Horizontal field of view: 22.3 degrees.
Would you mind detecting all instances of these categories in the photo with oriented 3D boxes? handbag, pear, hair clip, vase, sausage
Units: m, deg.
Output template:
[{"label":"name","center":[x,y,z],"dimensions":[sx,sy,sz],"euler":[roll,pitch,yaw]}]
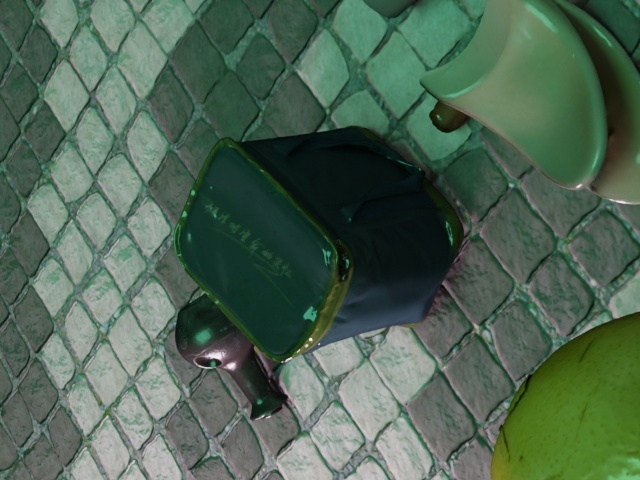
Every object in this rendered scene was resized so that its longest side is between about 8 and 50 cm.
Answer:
[{"label":"handbag","center":[0.000,0.000,1.889],"dimensions":[0.263,0.241,0.222],"euler":[48,127,28]},{"label":"pear","center":[0.334,0.227,1.545],"dimensions":[0.348,0.348,0.348],"euler":[12,107,43]},{"label":"hair clip","center":[0.254,-0.147,1.711],"dimensions":[0.282,0.113,0.172],"euler":[52,130,30]},{"label":"vase","center":[-0.110,0.152,2.139],"dimensions":[0.120,0.120,0.183],"euler":[-29,97,44]},{"label":"sausage","center":[0.182,-0.181,1.812],"dimensions":[0.177,0.040,0.047],"euler":[-46,66,39]}]

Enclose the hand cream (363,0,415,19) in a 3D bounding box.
[{"label":"hand cream","center":[0.141,-0.350,1.798],"dimensions":[0.248,0.083,0.133],"euler":[-43,71,31]}]
